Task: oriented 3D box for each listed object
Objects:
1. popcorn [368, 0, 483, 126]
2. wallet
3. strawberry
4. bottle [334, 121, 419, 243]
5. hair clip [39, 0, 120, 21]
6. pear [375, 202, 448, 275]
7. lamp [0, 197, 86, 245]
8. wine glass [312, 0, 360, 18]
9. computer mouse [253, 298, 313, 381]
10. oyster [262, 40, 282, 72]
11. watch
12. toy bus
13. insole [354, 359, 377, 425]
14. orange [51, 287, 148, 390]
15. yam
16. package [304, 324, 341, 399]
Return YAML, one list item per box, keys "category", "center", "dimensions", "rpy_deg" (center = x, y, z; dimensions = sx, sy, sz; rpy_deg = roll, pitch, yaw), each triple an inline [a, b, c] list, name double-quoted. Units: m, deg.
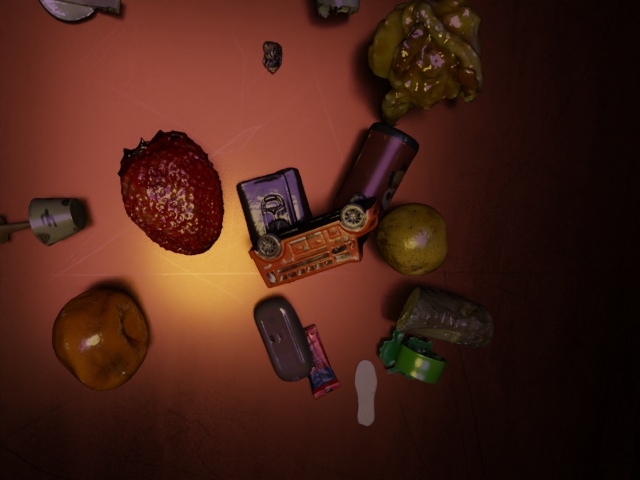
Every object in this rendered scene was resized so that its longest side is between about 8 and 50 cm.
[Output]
- category: "popcorn"
  center: [0.284, -0.466, 1.402]
  dimensions: [0.325, 0.321, 0.290]
  rpy_deg: [12, 76, -28]
- category: "wallet"
  center: [-0.112, -0.068, 1.467]
  dimensions: [0.182, 0.049, 0.229]
  rpy_deg: [-17, 97, -5]
- category: "strawberry"
  center: [-0.341, -0.101, 1.316]
  dimensions: [0.238, 0.250, 0.288]
  rpy_deg: [-37, 78, -8]
- category: "bottle"
  center: [0.126, -0.134, 1.461]
  dimensions: [0.144, 0.144, 0.336]
  rpy_deg: [27, 93, -12]
- category: "hair clip"
  center: [-0.594, -0.599, 1.326]
  dimensions: [0.220, 0.054, 0.140]
  rpy_deg: [9, 98, -9]
- category: "pear"
  center: [0.241, -0.001, 1.466]
  dimensions: [0.197, 0.197, 0.197]
  rpy_deg: [-1, 96, -10]
- category: "lamp"
  center: [-0.688, -0.042, 1.329]
  dimensions: [0.214, 0.121, 0.121]
  rpy_deg: [-11, 97, 0]
- category: "wine glass"
  center: [0.036, -0.735, 1.381]
  dimensions: [0.143, 0.143, 0.321]
  rpy_deg: [-4, 97, -10]
- category: "computer mouse"
  center: [-0.099, 0.267, 1.484]
  dimensions: [0.120, 0.057, 0.232]
  rpy_deg: [-20, 95, 17]
- category: "oyster"
  center: [-0.124, -0.479, 1.437]
  dimensions: [0.054, 0.019, 0.083]
  rpy_deg: [0, 96, -11]
- category: "watch"
  center: [0.255, 0.337, 1.521]
  dimensions: [0.165, 0.152, 0.131]
  rpy_deg: [22, 94, -13]
- category: "toy bus"
  center: [0.000, 0.000, 1.355]
  dimensions: [0.329, 0.143, 0.153]
  rpy_deg: [-20, 103, 13]
- category: "insole"
  center: [0.132, 0.439, 1.582]
  dimensions: [0.065, 0.004, 0.197]
  rpy_deg: [-3, 96, -10]
- category: "orange"
  center: [-0.544, 0.244, 1.334]
  dimensions: [0.183, 0.249, 0.249]
  rpy_deg: [-15, 98, 7]
- category: "yam"
  center: [0.338, 0.211, 1.525]
  dimensions: [0.254, 0.154, 0.154]
  rpy_deg: [12, 93, -11]
- category: "package"
  center: [-0.015, 0.341, 1.536]
  dimensions: [0.083, 0.022, 0.200]
  rpy_deg: [-23, 99, -7]
